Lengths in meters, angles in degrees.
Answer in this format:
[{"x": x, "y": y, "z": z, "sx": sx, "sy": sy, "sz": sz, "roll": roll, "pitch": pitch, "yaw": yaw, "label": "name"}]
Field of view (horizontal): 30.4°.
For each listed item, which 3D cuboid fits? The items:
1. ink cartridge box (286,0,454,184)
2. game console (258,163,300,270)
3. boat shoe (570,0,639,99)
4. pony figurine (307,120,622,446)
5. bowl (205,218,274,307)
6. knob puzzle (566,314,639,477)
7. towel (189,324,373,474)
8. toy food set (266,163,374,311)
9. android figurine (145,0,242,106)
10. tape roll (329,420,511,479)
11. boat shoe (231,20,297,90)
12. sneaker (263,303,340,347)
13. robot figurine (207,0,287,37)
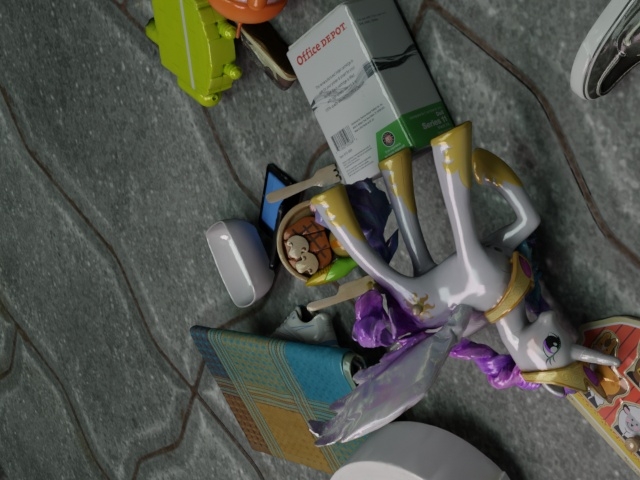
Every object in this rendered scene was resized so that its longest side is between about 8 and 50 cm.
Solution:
[{"x": 0.063, "y": -0.194, "z": 1.529, "sx": 0.153, "sy": 0.087, "sz": 0.208, "roll": -28, "pitch": 86, "yaw": 53, "label": "ink cartridge box"}, {"x": -0.076, "y": -0.035, "z": 1.791, "sx": 0.071, "sy": 0.107, "sz": 0.122, "roll": 18, "pitch": 126, "yaw": 12, "label": "game console"}, {"x": 0.331, "y": -0.218, "z": 1.201, "sx": 0.070, "sy": 0.078, "sz": 0.219, "roll": 50, "pitch": 137, "yaw": 24, "label": "boat shoe"}, {"x": 0.141, "y": 0.073, "z": 1.421, "sx": 0.351, "sy": 0.303, "sz": 0.363, "roll": -25, "pitch": 96, "yaw": 31, "label": "pony figurine"}, {"x": -0.122, "y": 0.031, "z": 1.872, "sx": 0.142, "sy": 0.053, "sz": 0.142, "roll": 68, "pitch": 160, "yaw": 2, "label": "bowl"}, {"x": 0.367, "y": 0.172, "z": 1.382, "sx": 0.213, "sy": 0.030, "sz": 0.213, "roll": 25, "pitch": 125, "yaw": 43, "label": "knob puzzle"}, {"x": -0.032, "y": 0.255, "z": 1.832, "sx": 0.370, "sy": 0.040, "sz": 0.271, "roll": 6, "pitch": 128, "yaw": 47, "label": "towel"}, {"x": 0.000, "y": 0.000, "z": 1.685, "sx": 0.132, "sy": 0.038, "sz": 0.192, "roll": -22, "pitch": 89, "yaw": 10, "label": "toy food set"}, {"x": -0.195, "y": -0.321, "z": 1.775, "sx": 0.273, "sy": 0.056, "sz": 0.248, "roll": 36, "pitch": 140, "yaw": 49, "label": "android figurine"}, {"x": 0.149, "y": 0.393, "z": 1.641, "sx": 0.286, "sy": 0.100, "sz": 0.286, "roll": 22, "pitch": 131, "yaw": 28, "label": "tape roll"}, {"x": -0.088, "y": -0.279, "z": 1.700, "sx": 0.152, "sy": 0.056, "sz": 0.049, "roll": 53, "pitch": 135, "yaw": 19, "label": "boat shoe"}, {"x": -0.036, "y": 0.142, "z": 1.841, "sx": 0.191, "sy": 0.071, "sz": 0.083, "roll": -8, "pitch": 87, "yaw": 49, "label": "sneaker"}, {"x": -0.091, "y": -0.390, "z": 1.595, "sx": 0.158, "sy": 0.128, "sz": 0.219, "roll": 39, "pitch": 133, "yaw": 24, "label": "robot figurine"}]
